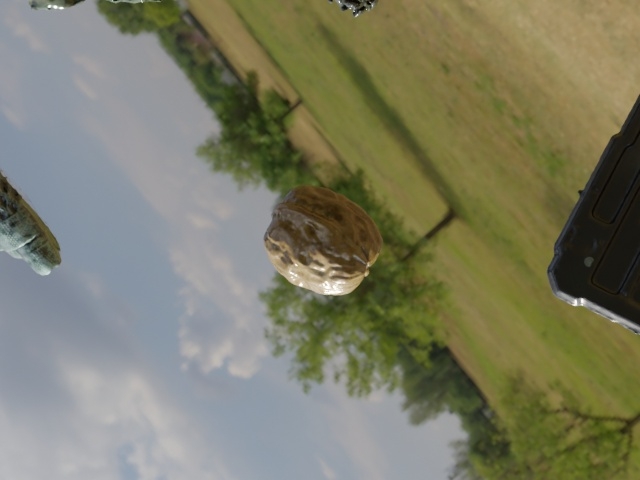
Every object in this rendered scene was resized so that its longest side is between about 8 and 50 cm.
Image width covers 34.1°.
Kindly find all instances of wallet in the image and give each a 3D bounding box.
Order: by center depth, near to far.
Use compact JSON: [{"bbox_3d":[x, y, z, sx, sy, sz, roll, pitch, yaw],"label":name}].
[{"bbox_3d":[-0.370,-0.114,0.980,0.342,0.075,0.237,57,165,-15],"label":"wallet"}]

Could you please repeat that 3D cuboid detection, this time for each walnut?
[{"bbox_3d":[0.000,0.000,0.837,0.096,0.079,0.082,29,165,18],"label":"walnut"}]

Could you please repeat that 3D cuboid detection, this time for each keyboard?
[{"bbox_3d":[0.235,-0.066,0.630,0.106,0.262,0.016,28,-179,18],"label":"keyboard"}]

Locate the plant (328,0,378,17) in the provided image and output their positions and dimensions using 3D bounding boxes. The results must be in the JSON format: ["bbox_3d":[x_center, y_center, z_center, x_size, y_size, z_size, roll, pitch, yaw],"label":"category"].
[{"bbox_3d":[0.055,-0.370,1.410,0.094,0.143,0.092,35,169,-11],"label":"plant"}]

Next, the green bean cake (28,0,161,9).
[{"bbox_3d":[-0.102,-0.282,0.646,0.132,0.241,0.255,-98,-6,-50],"label":"green bean cake"}]
